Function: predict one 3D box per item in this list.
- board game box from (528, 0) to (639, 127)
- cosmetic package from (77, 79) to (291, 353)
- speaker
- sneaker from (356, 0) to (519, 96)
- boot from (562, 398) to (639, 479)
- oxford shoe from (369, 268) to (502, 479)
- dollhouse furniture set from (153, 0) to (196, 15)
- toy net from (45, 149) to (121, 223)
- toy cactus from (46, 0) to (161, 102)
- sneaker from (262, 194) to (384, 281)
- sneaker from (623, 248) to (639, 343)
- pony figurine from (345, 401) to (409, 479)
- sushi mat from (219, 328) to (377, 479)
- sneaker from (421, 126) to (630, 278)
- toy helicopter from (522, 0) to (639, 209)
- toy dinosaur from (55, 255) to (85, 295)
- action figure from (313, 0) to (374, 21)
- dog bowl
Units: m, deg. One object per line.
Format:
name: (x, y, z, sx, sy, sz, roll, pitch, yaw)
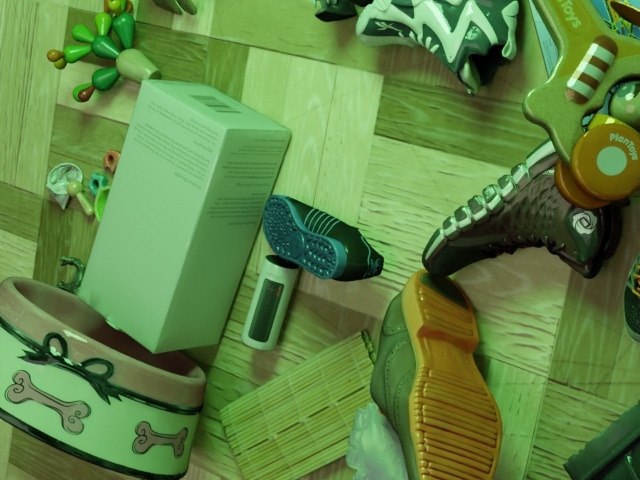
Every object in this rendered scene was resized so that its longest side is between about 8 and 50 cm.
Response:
board game box: (0.327, -0.286, 1.447, 0.145, 0.027, 0.281, -18, 82, 37)
cosmetic package: (-0.211, -0.036, 1.791, 0.197, 0.155, 0.365, 33, 112, 32)
speaker: (-0.074, 0.091, 1.758, 0.055, 0.055, 0.136, 28, 109, 33)
sneaker: (0.154, -0.251, 1.538, 0.235, 0.094, 0.153, -12, 77, 27)
boot: (0.518, 0.326, 1.263, 0.445, 0.146, 0.367, 56, 130, 24)
oxford shoe: (0.135, 0.208, 1.495, 0.133, 0.130, 0.363, -49, 26, 36)
dollhouse furniture set: (-0.187, -0.435, 1.829, 0.144, 0.123, 0.151, 27, 74, 33)
toy net: (-0.393, -0.097, 1.994, 0.232, 0.045, 0.122, 13, 101, 36)
toy cactus: (-0.337, -0.306, 1.915, 0.180, 0.112, 0.219, 34, 104, 20)
sneaker: (0.000, 0.000, 1.688, 0.232, 0.090, 0.081, 40, 119, 52)
sneaker: (0.398, 0.022, 1.378, 0.084, 0.083, 0.215, 25, 109, 32)
pony figurine: (0.095, 0.398, 1.502, 0.351, 0.363, 0.302, 8, 110, 50)
sushi mat: (-0.020, 0.259, 1.748, 0.316, 0.019, 0.151, -33, 74, 34)
sneaker: (0.260, 0.001, 1.470, 0.281, 0.106, 0.162, -43, 71, 30)
toy helicopter: (0.320, -0.220, 1.340, 0.235, 0.140, 0.355, -30, 86, 1)
toy dinosaur: (-0.401, 0.093, 2.006, 0.118, 0.064, 0.268, 43, 115, 20)
action figure: (0.015, -0.452, 1.633, 0.185, 0.099, 0.285, -19, 78, 42)
dog bowl: (-0.349, 0.194, 1.780, 0.408, 0.408, 0.150, 27, 91, 33)
